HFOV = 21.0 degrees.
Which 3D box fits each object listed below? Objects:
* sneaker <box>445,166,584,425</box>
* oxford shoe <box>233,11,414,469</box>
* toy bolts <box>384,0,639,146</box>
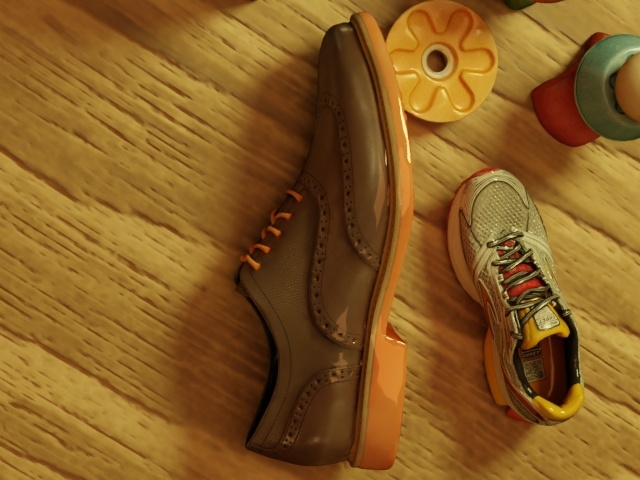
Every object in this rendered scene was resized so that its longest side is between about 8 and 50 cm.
[{"bbox_3d":[0.173,0.046,1.429,0.088,0.093,0.225,-21,99,-14],"label":"sneaker"},{"bbox_3d":[0.000,0.000,1.360,0.132,0.130,0.364,1,90,-6],"label":"oxford shoe"},{"bbox_3d":[0.185,-0.155,1.384,0.228,0.158,0.218,44,81,-15],"label":"toy bolts"}]
